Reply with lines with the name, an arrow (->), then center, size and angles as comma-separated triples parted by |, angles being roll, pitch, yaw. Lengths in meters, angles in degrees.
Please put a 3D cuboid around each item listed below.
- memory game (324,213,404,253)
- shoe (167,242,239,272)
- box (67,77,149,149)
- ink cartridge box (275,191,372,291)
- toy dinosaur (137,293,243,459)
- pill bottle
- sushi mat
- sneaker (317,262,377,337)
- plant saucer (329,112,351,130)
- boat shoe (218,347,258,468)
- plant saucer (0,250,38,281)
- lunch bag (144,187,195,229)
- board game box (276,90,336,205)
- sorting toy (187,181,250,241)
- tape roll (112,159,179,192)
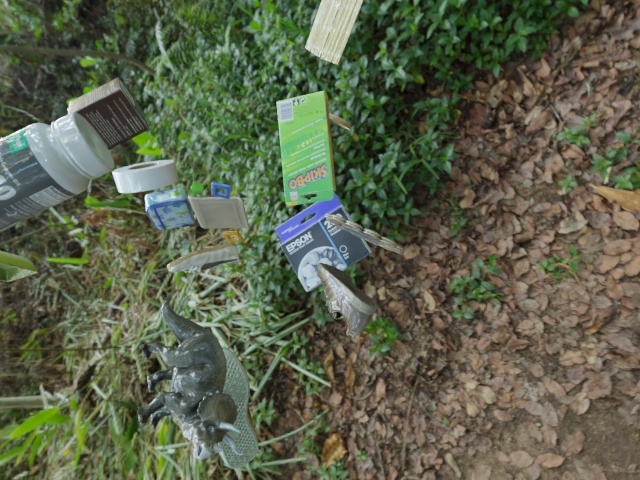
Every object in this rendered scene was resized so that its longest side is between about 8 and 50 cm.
memory game -> 0.092, -0.015, 0.844 | 0.186, 0.186, 0.012 | 24, 88, 48
shoe -> -0.348, 0.062, 1.207 | 0.076, 0.219, 0.058 | -40, 72, 55
box -> -0.766, -0.454, 1.453 | 0.203, 0.167, 0.168 | -31, 43, -5
ink cartridge box -> 0.000, 0.000, 1.098 | 0.206, 0.045, 0.208 | -33, 79, 9
toy dinosaur -> -0.229, 0.242, 0.711 | 0.120, 0.161, 0.313 | 92, 165, -49
pill bottle -> -0.767, -0.184, 1.066 | 0.361, 0.204, 0.204 | -29, 49, -5
sushi mat -> 0.060, -0.683, 1.147 | 0.151, 0.019, 0.316 | 41, 123, 26
sneaker -> 0.029, 0.101, 0.726 | 0.071, 0.066, 0.188 | -63, 28, 9
plant saucer -> 0.048, -0.322, 1.075 | 0.083, 0.084, 0.015 | 39, 106, 46
boat shoe -> -0.330, 0.564, 1.373 | 0.156, 0.187, 0.499 | 34, 138, 52
plant saucer -> -0.996, 0.067, 1.211 | 0.188, 0.188, 0.045 | -13, 64, 27
lunch bag -> -0.625, -0.125, 1.659 | 0.219, 0.176, 0.090 | 111, 145, -65
board game box -> -0.034, -0.217, 0.961 | 0.124, 0.039, 0.259 | -6, 85, 19
sorting toy -> -0.362, -0.107, 1.453 | 0.347, 0.196, 0.047 | 90, -176, -56
tape roll -> -0.838, -0.313, 1.927 | 0.286, 0.286, 0.100 | 18, 123, 49
